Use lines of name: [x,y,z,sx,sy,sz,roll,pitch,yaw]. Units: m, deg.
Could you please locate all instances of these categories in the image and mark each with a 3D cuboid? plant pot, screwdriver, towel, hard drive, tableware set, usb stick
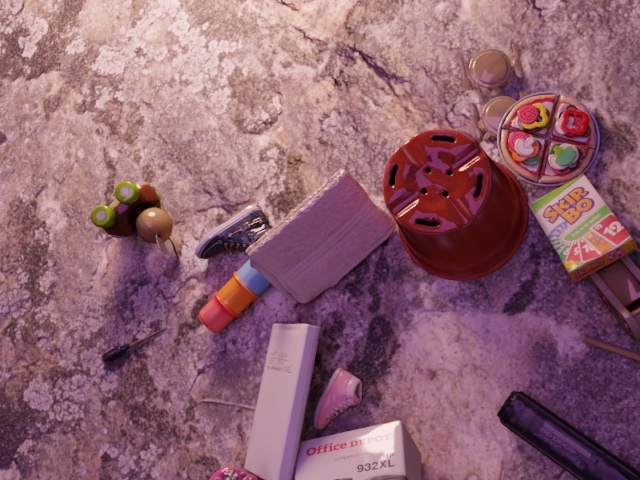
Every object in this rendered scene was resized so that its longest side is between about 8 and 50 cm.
plant pot: [0.250,-0.077,1.604,0.272,0.265,0.272,-5,76,19]
screwdriver: [-0.427,0.234,1.910,0.170,0.024,0.025,-30,40,4]
towel: [0.000,0.000,1.728,0.282,0.187,0.049,-41,29,7]
hard drive: [-0.080,0.323,1.679,0.040,0.203,0.307,14,80,-21]
tableware set: [0.367,-0.307,1.742,0.128,0.039,0.194,-12,79,5]
usb stick: [0.459,0.383,1.537,0.278,0.045,0.077,34,97,23]

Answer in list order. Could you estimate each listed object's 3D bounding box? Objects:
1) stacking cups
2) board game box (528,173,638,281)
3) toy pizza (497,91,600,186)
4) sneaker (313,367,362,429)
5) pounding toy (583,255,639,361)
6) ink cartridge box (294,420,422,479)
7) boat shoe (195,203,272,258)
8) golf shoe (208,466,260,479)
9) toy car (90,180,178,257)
stacking cups: [-0.135,0.077,1.800,0.316,0.096,0.096,-46,67,5]
board game box: [0.481,-0.034,1.555,0.124,0.039,0.259,-30,29,13]
toy pizza: [0.458,-0.208,1.670,0.201,0.032,0.201,-2,78,9]
sneaker: [0.039,0.333,1.696,0.070,0.051,0.134,22,81,28]
pounding toy: [0.534,0.122,1.513,0.155,0.154,0.269,-34,68,9]
ink cartridge box: [0.071,0.508,1.523,0.223,0.129,0.307,-16,40,16]
boat shoe: [-0.192,0.002,1.853,0.183,0.065,0.083,-37,67,7]
golf shoe: [-0.096,0.570,1.669,0.306,0.140,0.115,31,51,6]
toy car: [-0.399,-0.027,1.899,0.149,0.155,0.188,-44,79,5]
